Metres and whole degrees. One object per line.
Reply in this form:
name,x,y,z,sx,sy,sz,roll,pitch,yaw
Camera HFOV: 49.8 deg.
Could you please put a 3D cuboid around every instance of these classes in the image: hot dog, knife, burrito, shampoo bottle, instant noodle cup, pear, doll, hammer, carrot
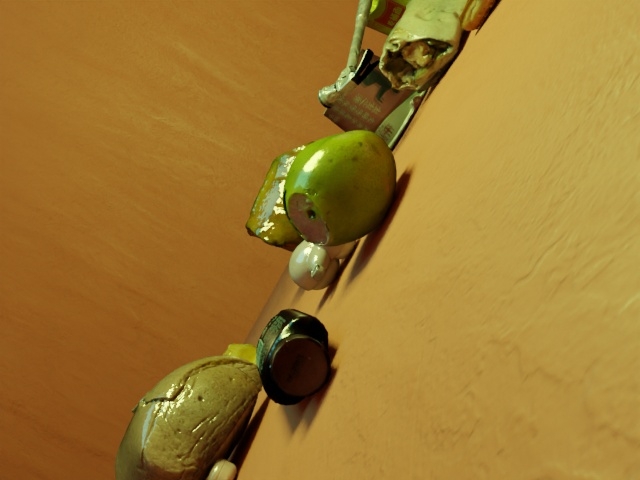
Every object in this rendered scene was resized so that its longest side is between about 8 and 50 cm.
hot dog,0.298,-0.442,1.212,0.071,0.045,0.165,-61,4,-34
knife,-0.230,0.516,1.192,0.336,0.043,0.081,-62,-2,14
burrito,0.244,-0.475,1.484,0.332,0.135,0.190,-63,6,-36
shampoo bottle,-0.041,0.161,0.983,0.129,0.084,0.323,-65,5,-8
instant noodle cup,0.128,-0.329,1.626,0.235,0.178,0.235,-58,4,7
pear,0.043,-0.096,1.136,0.219,0.187,0.187,-42,-5,-27
doll,0.022,-0.017,1.380,0.160,0.094,0.365,-47,12,28
hammer,0.083,-0.477,1.557,0.152,0.044,0.427,-31,37,40
carrot,-0.047,-0.109,1.855,0.341,0.241,0.241,-64,5,-14
instant noodle cup,0.262,-0.635,1.787,0.311,0.221,0.311,-61,3,5

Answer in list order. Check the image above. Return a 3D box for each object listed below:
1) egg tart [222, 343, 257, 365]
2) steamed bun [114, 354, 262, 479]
egg tart,-0.214,0.349,1.682,0.288,0.118,0.288,-56,4,6
steamed bun,-0.255,0.343,1.276,0.301,0.199,0.252,-51,-13,-51
